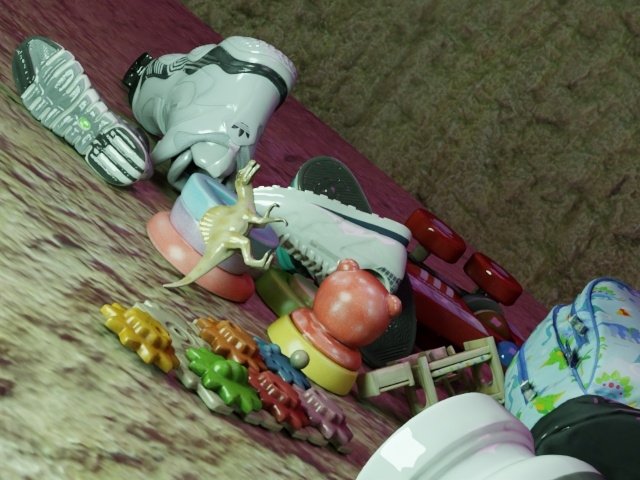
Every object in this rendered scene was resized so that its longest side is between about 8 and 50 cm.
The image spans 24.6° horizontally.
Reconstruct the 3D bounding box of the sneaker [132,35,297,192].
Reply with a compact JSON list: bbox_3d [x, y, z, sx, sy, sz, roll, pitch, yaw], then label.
[{"bbox_3d":[-0.189,-0.153,2.062,0.137,0.210,0.366,35,-24,-26],"label":"sneaker"}]

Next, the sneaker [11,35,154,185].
[{"bbox_3d":[-0.292,-0.154,1.847,0.228,0.086,0.132,51,6,8],"label":"sneaker"}]

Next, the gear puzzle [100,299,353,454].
[{"bbox_3d":[-0.093,0.111,1.426,0.339,0.044,0.175,27,15,-51],"label":"gear puzzle"}]

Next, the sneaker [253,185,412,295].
[{"bbox_3d":[0.000,0.000,1.861,0.235,0.095,0.090,17,-14,-8],"label":"sneaker"}]

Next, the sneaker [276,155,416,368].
[{"bbox_3d":[0.026,0.045,1.997,0.178,0.124,0.295,135,-65,-72],"label":"sneaker"}]

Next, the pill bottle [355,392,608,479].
[{"bbox_3d":[0.188,0.298,1.122,0.363,0.210,0.210,45,11,36],"label":"pill bottle"}]

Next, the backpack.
[{"bbox_3d":[0.348,0.201,1.698,0.290,0.273,0.355,25,4,-7],"label":"backpack"}]

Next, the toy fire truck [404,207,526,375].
[{"bbox_3d":[0.198,0.108,2.192,0.302,0.169,0.254,35,12,-22],"label":"toy fire truck"}]

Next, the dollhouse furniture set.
[{"bbox_3d":[0.112,0.197,1.817,0.161,0.182,0.101,-22,-97,61],"label":"dollhouse furniture set"}]

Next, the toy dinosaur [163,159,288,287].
[{"bbox_3d":[-0.096,0.002,1.619,0.093,0.183,0.053,25,-24,9],"label":"toy dinosaur"}]

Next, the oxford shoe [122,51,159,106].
[{"bbox_3d":[-0.254,-0.238,2.350,0.096,0.083,0.227,40,9,-19],"label":"oxford shoe"}]

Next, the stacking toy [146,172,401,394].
[{"bbox_3d":[-0.044,0.022,1.776,0.309,0.130,0.279,39,10,-3],"label":"stacking toy"}]

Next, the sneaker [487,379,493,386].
[{"bbox_3d":[0.363,0.288,2.145,0.296,0.112,0.131,37,9,-19],"label":"sneaker"}]
